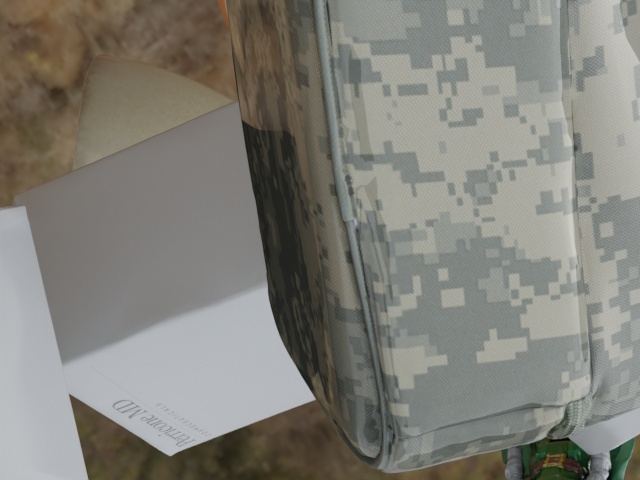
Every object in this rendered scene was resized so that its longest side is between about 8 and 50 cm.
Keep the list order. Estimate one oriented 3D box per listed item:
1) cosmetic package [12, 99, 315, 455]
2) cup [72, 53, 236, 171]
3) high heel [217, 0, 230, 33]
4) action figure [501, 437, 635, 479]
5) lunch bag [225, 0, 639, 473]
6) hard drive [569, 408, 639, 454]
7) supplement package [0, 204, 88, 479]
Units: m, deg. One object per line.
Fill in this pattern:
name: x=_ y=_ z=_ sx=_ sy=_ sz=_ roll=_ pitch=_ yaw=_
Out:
cosmetic package: x=0.000 y=0.000 z=1.091 sx=0.385 sy=0.156 sz=0.217 roll=-24 pitch=150 yaw=13
cup: x=-0.181 y=-0.075 z=2.004 sx=0.236 sy=0.331 sz=0.331 roll=2 pitch=156 yaw=2
high heel: x=-0.039 y=-0.236 z=1.633 sx=0.117 sy=0.082 sz=0.244 roll=-21 pitch=154 yaw=1
action figure: x=0.182 y=0.165 z=1.135 sx=0.137 sy=0.064 sz=0.232 roll=-12 pitch=-162 yaw=19
lunch bag: x=0.100 y=-0.070 z=0.687 sx=0.256 sy=0.212 sz=0.305 roll=-12 pitch=112 yaw=-10
hard drive: x=0.296 y=-0.019 z=1.148 sx=0.233 sy=0.047 sz=0.353 roll=-39 pitch=-162 yaw=36
supplement package: x=-0.306 y=0.108 z=0.883 sx=0.262 sy=0.198 sz=0.199 roll=-12 pitch=-178 yaw=37
